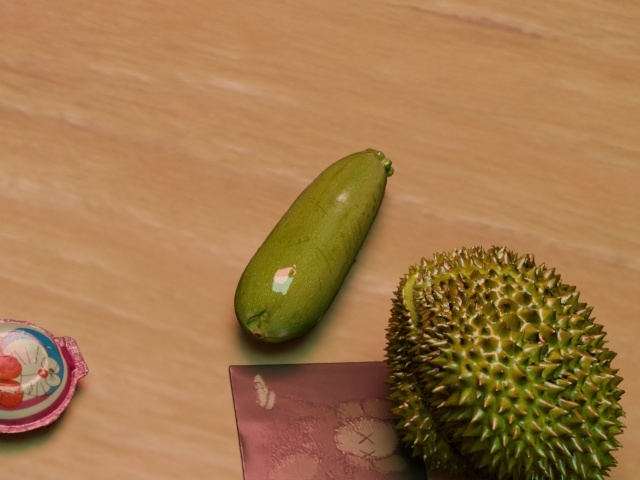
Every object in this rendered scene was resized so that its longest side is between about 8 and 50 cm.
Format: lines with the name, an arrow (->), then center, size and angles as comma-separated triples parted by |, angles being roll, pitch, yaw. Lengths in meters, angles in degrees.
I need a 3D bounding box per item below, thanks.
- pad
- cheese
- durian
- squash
pad -> 0.011, 0.160, 1.313 | 0.127, 0.004, 0.190 | -1, 52, -12
cheese -> -0.228, 0.094, 1.298 | 0.145, 0.038, 0.095 | -15, 56, -23
durian -> 0.128, 0.089, 1.292 | 0.146, 0.159, 0.198 | -21, 59, -26
squash -> 0.000, 0.000, 1.404 | 0.066, 0.066, 0.201 | 27, 48, 11
